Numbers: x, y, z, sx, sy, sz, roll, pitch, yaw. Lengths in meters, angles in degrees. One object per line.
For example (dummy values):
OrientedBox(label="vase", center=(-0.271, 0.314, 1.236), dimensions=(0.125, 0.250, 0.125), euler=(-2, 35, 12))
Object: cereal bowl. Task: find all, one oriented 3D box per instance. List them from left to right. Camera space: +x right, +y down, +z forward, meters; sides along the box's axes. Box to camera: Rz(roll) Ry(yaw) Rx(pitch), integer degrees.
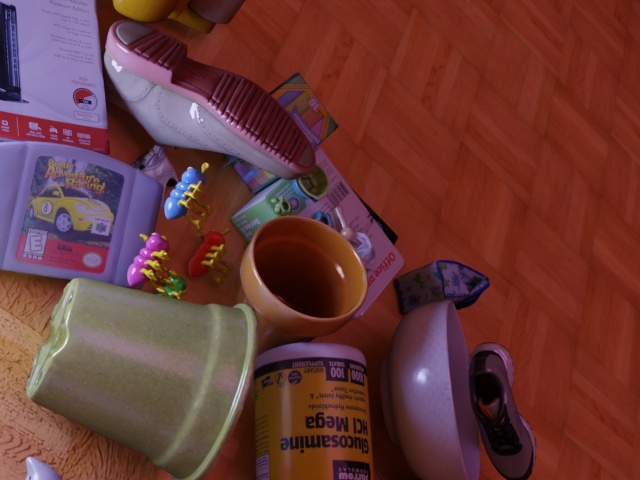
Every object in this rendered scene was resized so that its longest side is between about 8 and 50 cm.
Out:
OrientedBox(label="cereal bowl", center=(0.193, 0.283, 1.683), dimensions=(0.339, 0.141, 0.338), euler=(-9, 90, -77))

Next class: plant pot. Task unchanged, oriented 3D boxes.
OrientedBox(label="plant pot", center=(-0.260, 0.176, 1.308), dimensions=(0.254, 0.276, 0.276), euler=(24, 56, -20))
OrientedBox(label="plant pot", center=(-0.053, 0.095, 1.539), dimensions=(0.205, 0.188, 0.205), euler=(16, 48, -18))

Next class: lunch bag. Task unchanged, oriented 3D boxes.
OrientedBox(label="lunch bag", center=(0.248, 0.099, 1.872), dimensions=(0.151, 0.129, 0.096), euler=(3, 70, -43))

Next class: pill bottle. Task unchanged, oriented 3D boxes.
OrientedBox(label="pill bottle", center=(-0.010, 0.344, 1.483), dimensions=(0.188, 0.188, 0.333), euler=(14, 62, -37))

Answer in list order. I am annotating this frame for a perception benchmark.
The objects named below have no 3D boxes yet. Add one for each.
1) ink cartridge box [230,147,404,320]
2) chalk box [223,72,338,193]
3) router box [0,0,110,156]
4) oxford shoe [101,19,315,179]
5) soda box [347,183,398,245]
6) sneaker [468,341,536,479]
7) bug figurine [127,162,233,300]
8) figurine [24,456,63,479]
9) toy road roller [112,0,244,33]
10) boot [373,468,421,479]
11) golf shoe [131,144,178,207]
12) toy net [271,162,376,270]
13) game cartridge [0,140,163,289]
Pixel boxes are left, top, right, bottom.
OrientedBox(label="ink cartridge box", center=(0.000, 0.000, 1.703), dimensions=(0.272, 0.115, 0.198), euler=(53, 46, -9))
OrientedBox(label="chalk box", center=(-0.092, -0.184, 1.694), dimensions=(0.132, 0.132, 0.213), euler=(52, 47, -11))
OrientedBox(label="router box", center=(-0.498, -0.273, 1.402), dimensions=(0.336, 0.082, 0.301), euler=(5, 68, -40))
OrientedBox(label="oxford shoe", center=(-0.193, -0.207, 1.558), dimensions=(0.397, 0.146, 0.140), euler=(34, 35, -5))
OrientedBox(label="soda box", center=(0.074, -0.037, 1.831), dimensions=(0.169, 0.053, 0.060), euler=(45, 48, -17))
OrientedBox(label="sneaker", center=(0.326, 0.331, 1.728), dimensions=(0.108, 0.100, 0.271), euler=(-37, 111, -63))
OrientedBox(label="bug figurine", center=(-0.219, 0.015, 1.457), dimensions=(0.072, 0.279, 0.216), euler=(23, 64, 17))
OrientedBox(label="figurine", center=(-0.335, 0.413, 1.236), dimensions=(0.209, 0.092, 0.214), euler=(29, 53, -24))
OrientedBox(label="toy road roller", center=(-0.248, -0.462, 1.583), dimensions=(0.330, 0.202, 0.240), euler=(19, 36, -33))
OrientedBox(label="boot", center=(0.144, 0.456, 1.636), dimensions=(0.220, 0.109, 0.283), euler=(-26, 80, -52))
OrientedBox(label="golf shoe", center=(-0.289, -0.079, 1.516), dimensions=(0.086, 0.069, 0.176), euler=(53, 46, -19))
OrientedBox(label="toy net", center=(0.022, -0.025, 1.620), dimensions=(0.232, 0.045, 0.122), euler=(45, 48, -16))
OrientedBox(label="game cartridge", center=(-0.376, -0.041, 1.373), dimensions=(0.294, 0.060, 0.196), euler=(11, 87, -38))
